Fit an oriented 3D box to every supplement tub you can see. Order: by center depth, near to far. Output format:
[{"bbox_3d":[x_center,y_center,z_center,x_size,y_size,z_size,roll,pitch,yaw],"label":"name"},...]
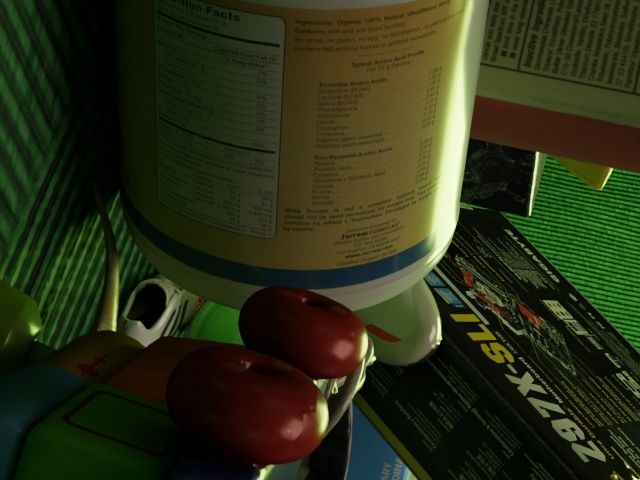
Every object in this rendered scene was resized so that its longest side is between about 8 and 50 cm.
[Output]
[{"bbox_3d":[-0.008,-0.085,0.527,0.144,0.144,0.199,-63,162,-51],"label":"supplement tub"}]

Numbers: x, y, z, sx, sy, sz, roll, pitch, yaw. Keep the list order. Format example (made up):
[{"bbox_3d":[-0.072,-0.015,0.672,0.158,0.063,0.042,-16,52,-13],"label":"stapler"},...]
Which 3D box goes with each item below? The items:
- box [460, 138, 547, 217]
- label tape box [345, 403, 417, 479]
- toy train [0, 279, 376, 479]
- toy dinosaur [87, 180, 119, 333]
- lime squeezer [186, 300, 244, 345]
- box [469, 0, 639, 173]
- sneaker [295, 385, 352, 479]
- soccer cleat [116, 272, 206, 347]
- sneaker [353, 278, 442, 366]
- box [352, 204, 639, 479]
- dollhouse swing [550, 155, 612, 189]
[{"bbox_3d":[0.067,-0.107,0.829,0.156,0.158,0.093,84,23,-57],"label":"box"},{"bbox_3d":[0.040,0.118,1.080,0.334,0.106,0.240,5,97,-79],"label":"label tape box"},{"bbox_3d":[-0.065,0.050,0.446,0.248,0.143,0.105,-45,155,-78],"label":"toy train"},{"bbox_3d":[-0.095,0.073,0.521,0.092,0.053,0.183,86,21,-51],"label":"toy dinosaur"},{"bbox_3d":[-0.027,0.058,0.606,0.059,0.110,0.310,48,39,-21],"label":"lime squeezer"},{"bbox_3d":[0.080,-0.132,0.675,0.127,0.232,0.148,33,71,-78],"label":"box"},{"bbox_3d":[-0.045,0.144,0.760,0.121,0.111,0.299,-76,180,-63],"label":"sneaker"},{"bbox_3d":[-0.074,0.029,0.633,0.083,0.029,0.035,-53,160,-52],"label":"soccer cleat"},{"bbox_3d":[0.000,0.000,0.709,0.057,0.161,0.075,-38,164,10],"label":"sneaker"},{"bbox_3d":[0.133,0.102,0.823,0.079,0.322,0.257,-53,152,21],"label":"box"},{"bbox_3d":[0.303,-0.292,1.249,0.305,0.315,0.346,-23,146,-43],"label":"dollhouse swing"}]
